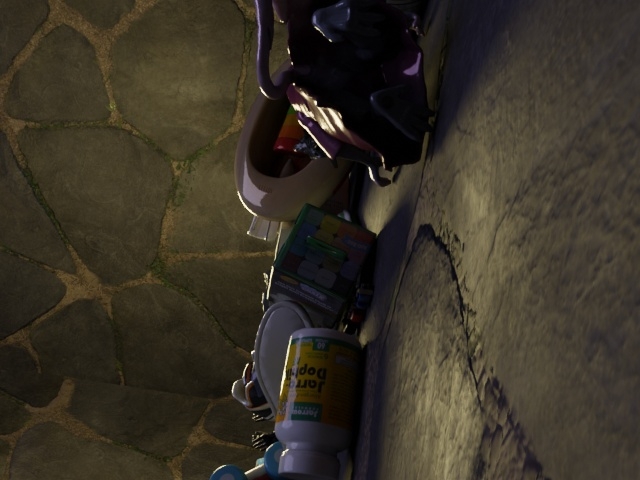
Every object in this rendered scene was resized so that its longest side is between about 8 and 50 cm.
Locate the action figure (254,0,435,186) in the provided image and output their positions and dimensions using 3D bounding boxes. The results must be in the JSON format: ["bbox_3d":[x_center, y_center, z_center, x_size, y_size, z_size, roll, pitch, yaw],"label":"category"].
[{"bbox_3d":[0.010,-0.196,0.962,0.370,0.275,0.248,-149,62,-72],"label":"action figure"}]

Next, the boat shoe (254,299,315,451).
[{"bbox_3d":[-0.036,0.239,1.227,0.099,0.116,0.320,-57,-40,-66],"label":"boat shoe"}]

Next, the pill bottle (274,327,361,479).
[{"bbox_3d":[-0.005,0.245,1.053,0.118,0.117,0.209,106,173,-64],"label":"pill bottle"}]

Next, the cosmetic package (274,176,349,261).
[{"bbox_3d":[-0.016,-0.057,1.734,0.309,0.160,0.113,-87,8,-56],"label":"cosmetic package"}]

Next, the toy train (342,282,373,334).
[{"bbox_3d":[0.057,0.113,1.137,0.158,0.027,0.036,105,172,-58],"label":"toy train"}]

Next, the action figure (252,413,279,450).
[{"bbox_3d":[-0.119,0.460,1.863,0.275,0.140,0.164,28,-127,-79],"label":"action figure"}]

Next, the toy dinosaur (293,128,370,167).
[{"bbox_3d":[0.025,-0.266,1.347,0.322,0.164,0.218,-95,3,-49],"label":"toy dinosaur"}]

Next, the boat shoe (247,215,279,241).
[{"bbox_3d":[-0.129,-0.124,1.759,0.095,0.084,0.258,-97,18,-77],"label":"boat shoe"}]

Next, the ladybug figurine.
[{"bbox_3d":[-0.024,-0.239,1.602,0.162,0.305,0.450,36,-105,-56],"label":"ladybug figurine"}]

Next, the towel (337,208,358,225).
[{"bbox_3d":[-0.023,0.093,1.434,0.325,0.038,0.248,-55,10,9],"label":"towel"}]

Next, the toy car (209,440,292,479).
[{"bbox_3d":[-0.080,0.549,1.338,0.219,0.210,0.238,84,160,-49],"label":"toy car"}]

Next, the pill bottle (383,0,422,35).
[{"bbox_3d":[0.091,-0.373,1.075,0.246,0.130,0.130,104,175,-45],"label":"pill bottle"}]

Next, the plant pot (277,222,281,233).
[{"bbox_3d":[-0.081,-0.170,2.180,0.305,0.333,0.334,-109,27,-58],"label":"plant pot"}]

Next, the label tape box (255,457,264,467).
[{"bbox_3d":[-0.156,0.752,2.183,0.249,0.115,0.348,113,165,-75],"label":"label tape box"}]

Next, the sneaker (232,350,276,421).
[{"bbox_3d":[-0.084,0.282,1.505,0.321,0.127,0.126,-50,21,39],"label":"sneaker"}]

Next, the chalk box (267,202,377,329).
[{"bbox_3d":[0.002,0.036,1.166,0.132,0.132,0.213,-63,-3,-25],"label":"chalk box"}]

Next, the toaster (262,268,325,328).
[{"bbox_3d":[-0.059,0.169,1.694,0.129,0.146,0.227,-89,-1,-48],"label":"toaster"}]
